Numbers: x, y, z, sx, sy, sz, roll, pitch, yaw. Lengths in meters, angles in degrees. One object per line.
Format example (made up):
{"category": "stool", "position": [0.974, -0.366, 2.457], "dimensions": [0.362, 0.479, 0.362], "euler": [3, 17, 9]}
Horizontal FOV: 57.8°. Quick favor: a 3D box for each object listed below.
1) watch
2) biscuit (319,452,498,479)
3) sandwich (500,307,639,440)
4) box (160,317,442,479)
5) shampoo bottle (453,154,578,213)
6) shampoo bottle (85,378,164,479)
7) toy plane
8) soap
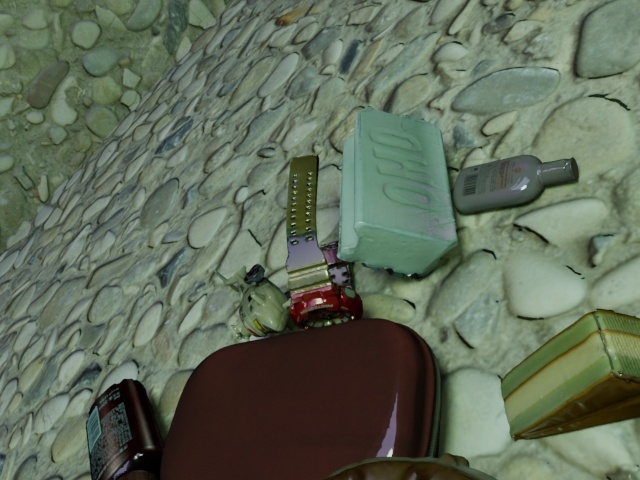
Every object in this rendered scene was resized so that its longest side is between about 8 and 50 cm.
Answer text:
{"category": "watch", "position": [0.002, 0.009, 0.864], "dimensions": [0.102, 0.164, 0.268], "euler": [-15, 44, 15]}
{"category": "biscuit", "position": [0.068, 0.345, 0.463], "dimensions": [0.332, 0.103, 0.331], "euler": [-10, 66, 23]}
{"category": "sandwich", "position": [0.278, 0.150, 0.586], "dimensions": [0.163, 0.114, 0.079], "euler": [118, 161, -46]}
{"category": "box", "position": [-0.034, 0.235, 0.735], "dimensions": [0.404, 0.108, 0.263], "euler": [-16, 46, 35]}
{"category": "shampoo bottle", "position": [0.266, -0.083, 0.799], "dimensions": [0.165, 0.040, 0.079], "euler": [-9, 49, 39]}
{"category": "shampoo bottle", "position": [-0.296, 0.328, 0.886], "dimensions": [0.129, 0.084, 0.323], "euler": [-50, 26, -9]}
{"category": "toy plane", "position": [-0.110, 0.093, 0.943], "dimensions": [0.108, 0.092, 0.286], "euler": [-48, 25, 0]}
{"category": "soap", "position": [0.110, -0.078, 0.848], "dimensions": [0.094, 0.150, 0.261], "euler": [122, 159, -46]}
